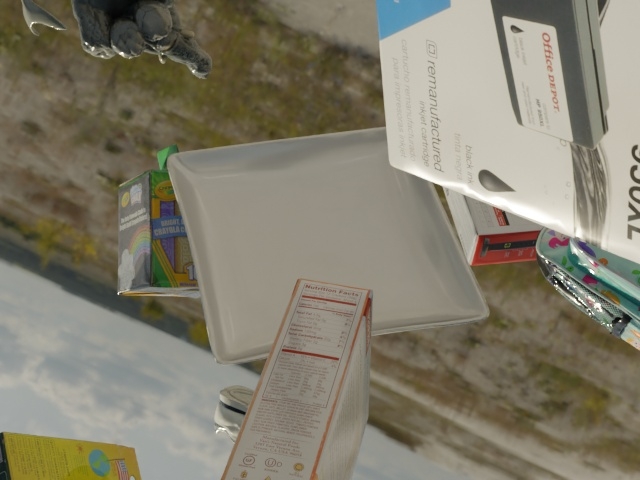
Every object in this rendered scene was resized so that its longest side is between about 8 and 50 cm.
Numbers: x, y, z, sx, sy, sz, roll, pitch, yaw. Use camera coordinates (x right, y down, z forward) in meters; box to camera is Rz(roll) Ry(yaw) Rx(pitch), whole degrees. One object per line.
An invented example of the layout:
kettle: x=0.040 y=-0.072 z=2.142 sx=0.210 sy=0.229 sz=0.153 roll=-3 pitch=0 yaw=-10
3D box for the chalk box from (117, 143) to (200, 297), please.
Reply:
chalk box: x=-0.209 y=-0.029 z=1.477 sx=0.132 sy=0.213 sz=0.132 roll=5 pitch=170 yaw=-31

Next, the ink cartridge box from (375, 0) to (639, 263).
ink cartridge box: x=0.242 y=-0.155 z=0.839 sx=0.395 sy=0.166 sz=0.285 roll=26 pitch=136 yaw=39

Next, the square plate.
square plate: x=0.000 y=0.000 z=1.328 sx=0.347 sy=0.344 sz=0.049 roll=-9 pitch=143 yaw=-13

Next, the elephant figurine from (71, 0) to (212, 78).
elephant figurine: x=-0.263 y=-0.329 z=1.479 sx=0.170 sy=0.185 sz=0.239 roll=0 pitch=-173 yaw=7

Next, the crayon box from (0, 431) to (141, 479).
crayon box: x=-0.414 y=0.435 z=1.684 sx=0.081 sy=0.202 sz=0.318 roll=-30 pitch=151 yaw=22

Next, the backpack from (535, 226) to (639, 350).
backpack: x=0.376 y=0.009 z=1.046 sx=0.253 sy=0.225 sz=0.191 roll=41 pitch=176 yaw=11

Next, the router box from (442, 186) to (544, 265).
router box: x=0.370 y=-0.117 z=1.804 sx=0.301 sy=0.335 sz=0.082 roll=-4 pitch=139 yaw=-9

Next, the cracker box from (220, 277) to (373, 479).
cracker box: x=-0.015 y=0.162 z=0.770 sx=0.067 sy=0.232 sz=0.155 roll=9 pitch=130 yaw=11

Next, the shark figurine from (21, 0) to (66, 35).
shark figurine: x=-0.438 y=-0.474 z=1.658 sx=0.116 sy=0.278 sz=0.166 roll=-12 pitch=137 yaw=25

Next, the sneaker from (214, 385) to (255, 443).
sneaker: x=-0.085 y=0.342 z=1.791 sx=0.235 sy=0.094 sz=0.090 roll=25 pitch=-163 yaw=29
